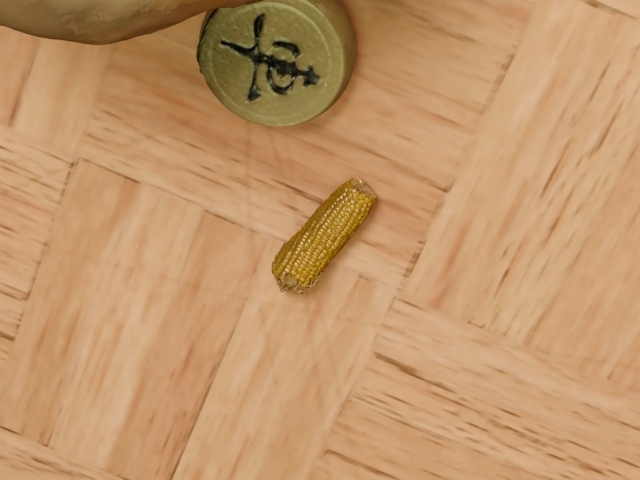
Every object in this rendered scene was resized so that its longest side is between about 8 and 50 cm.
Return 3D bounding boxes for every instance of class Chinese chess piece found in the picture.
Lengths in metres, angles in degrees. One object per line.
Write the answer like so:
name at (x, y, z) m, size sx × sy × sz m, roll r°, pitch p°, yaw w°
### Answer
Chinese chess piece at (-0.023, -0.100, 0.841) m, size 0.084 × 0.034 × 0.084 m, roll 4°, pitch 118°, yaw 8°

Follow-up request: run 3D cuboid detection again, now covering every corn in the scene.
corn at (0.000, 0.000, 0.890) m, size 0.027 × 0.028 × 0.083 m, roll 26°, pitch 120°, yaw -27°

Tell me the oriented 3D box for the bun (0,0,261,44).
bun at (-0.099, -0.266, 0.643) m, size 0.365 × 0.219 × 0.365 m, roll -6°, pitch 105°, yaw -23°
